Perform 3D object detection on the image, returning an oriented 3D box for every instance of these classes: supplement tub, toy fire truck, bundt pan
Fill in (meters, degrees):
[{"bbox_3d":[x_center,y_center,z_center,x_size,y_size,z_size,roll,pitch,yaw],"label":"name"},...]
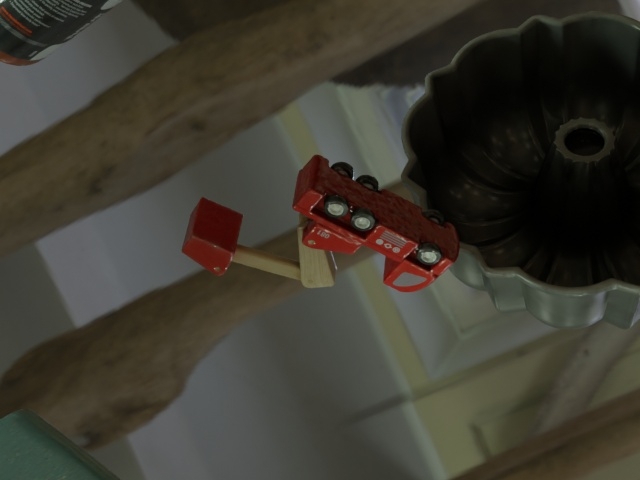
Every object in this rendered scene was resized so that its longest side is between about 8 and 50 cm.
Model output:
[{"bbox_3d":[-0.201,-0.225,0.985,0.106,0.198,0.106,29,-131,-39],"label":"supplement tub"},{"bbox_3d":[0.000,0.000,1.002,0.192,0.135,0.047,26,-136,-17],"label":"toy fire truck"},{"bbox_3d":[0.240,-0.052,1.130,0.124,0.331,0.331,78,-171,-51],"label":"bundt pan"}]

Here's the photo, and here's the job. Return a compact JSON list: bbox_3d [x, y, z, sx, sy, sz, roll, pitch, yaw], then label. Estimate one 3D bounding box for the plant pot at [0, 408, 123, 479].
[{"bbox_3d":[-0.148,0.278,0.650,0.247,0.252,0.248,-34,-62,-33],"label":"plant pot"}]
